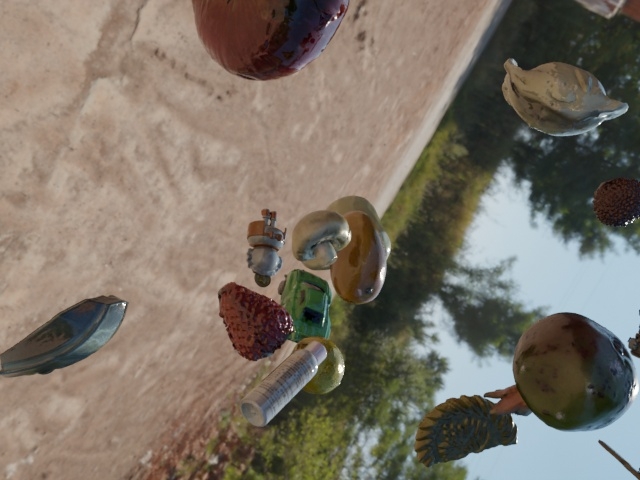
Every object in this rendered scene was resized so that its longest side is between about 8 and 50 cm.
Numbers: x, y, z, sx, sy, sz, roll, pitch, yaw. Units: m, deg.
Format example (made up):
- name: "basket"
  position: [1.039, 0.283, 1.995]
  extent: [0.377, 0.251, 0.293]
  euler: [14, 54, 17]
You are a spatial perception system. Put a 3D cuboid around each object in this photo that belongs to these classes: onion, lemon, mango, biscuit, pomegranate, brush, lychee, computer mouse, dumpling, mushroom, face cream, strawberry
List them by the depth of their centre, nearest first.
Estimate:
- name: "computer mouse"
  position: [-0.397, 0.163, 0.966]
  extent: [0.231, 0.071, 0.126]
  euler: [-33, 174, 3]
- name: "onion"
  position: [-0.077, -0.470, 1.192]
  extent: [0.285, 0.348, 0.347]
  euler: [12, 109, -58]
- name: "pomegranate"
  position: [0.551, 0.329, 1.399]
  extent: [0.323, 0.291, 0.291]
  euler: [-53, 175, 9]
- name: "mushroom"
  position: [0.000, 0.000, 1.423]
  extent: [0.154, 0.122, 0.154]
  euler: [-20, 162, -7]
- name: "face cream"
  position: [-0.078, 0.332, 1.474]
  extent: [0.269, 0.082, 0.082]
  euler: [-36, 157, -46]
- name: "lychee"
  position: [0.726, -0.093, 1.501]
  extent: [0.129, 0.123, 0.123]
  euler: [-59, 174, 6]
- name: "brush"
  position: [0.803, 0.582, 1.570]
  extent: [0.036, 0.043, 0.248]
  euler: [-38, -162, 0]
- name: "biscuit"
  position: [0.367, 0.486, 1.596]
  extent: [0.036, 0.274, 0.187]
  euler: [-93, 164, -72]
- name: "dumpling"
  position: [0.605, -0.346, 1.597]
  extent: [0.187, 0.318, 0.243]
  euler: [-61, 167, -6]
- name: "mango"
  position: [0.097, 0.039, 1.617]
  extent: [0.175, 0.139, 0.254]
  euler: [-22, -112, 60]
- name: "strawberry"
  position: [-0.212, 0.230, 1.830]
  extent: [0.205, 0.244, 0.205]
  euler: [-39, -170, 8]
- name: "lemon"
  position: [-0.014, 0.381, 1.896]
  extent: [0.173, 0.174, 0.206]
  euler: [-58, 137, -25]

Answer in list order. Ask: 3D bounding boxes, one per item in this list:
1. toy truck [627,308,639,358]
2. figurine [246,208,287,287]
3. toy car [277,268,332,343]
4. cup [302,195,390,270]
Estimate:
- name: "toy truck"
  position: [1.048, 0.249, 1.893]
  extent: [0.114, 0.124, 0.253]
  euler: [23, -81, 53]
- name: "figurine"
  position: [-0.182, 0.023, 2.080]
  extent: [0.143, 0.143, 0.271]
  euler: [109, -21, -55]
- name: "toy car"
  position: [-0.052, 0.261, 2.267]
  extent: [0.176, 0.213, 0.358]
  euler: [-47, -155, 46]
- name: "cup"
  position: [0.067, -0.010, 1.827]
  extent: [0.202, 0.255, 0.173]
  euler: [-109, -159, -45]
